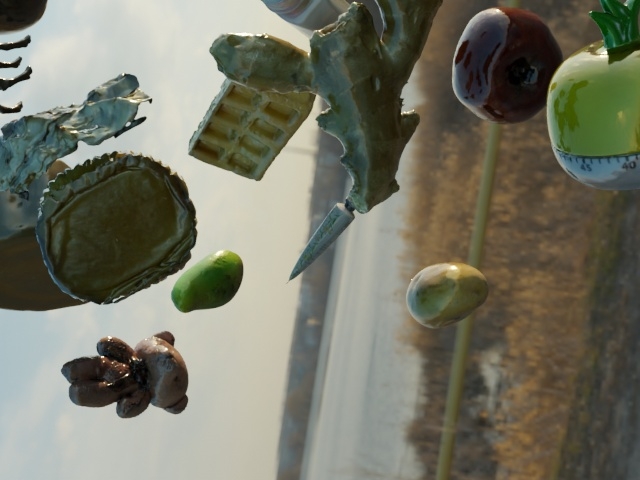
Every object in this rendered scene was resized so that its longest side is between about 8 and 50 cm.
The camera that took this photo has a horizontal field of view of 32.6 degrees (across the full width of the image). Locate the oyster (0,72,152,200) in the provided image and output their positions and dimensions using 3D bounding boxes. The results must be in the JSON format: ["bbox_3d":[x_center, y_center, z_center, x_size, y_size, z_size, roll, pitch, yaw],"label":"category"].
[{"bbox_3d":[-0.432,-0.175,1.749,0.107,0.354,0.201,49,-163,-30],"label":"oyster"}]

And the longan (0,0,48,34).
[{"bbox_3d":[-0.735,-0.579,2.318,0.288,0.350,0.289,-33,46,41],"label":"longan"}]

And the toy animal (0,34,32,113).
[{"bbox_3d":[-0.540,-0.303,1.681,0.094,0.186,0.214,-48,45,45],"label":"toy animal"}]

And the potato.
[{"bbox_3d":[0.260,0.114,2.302,0.150,0.146,0.234,-51,-3,-19],"label":"potato"}]

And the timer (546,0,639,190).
[{"bbox_3d":[0.455,-0.235,1.610,0.285,0.285,0.285,9,-90,-89],"label":"timer"}]

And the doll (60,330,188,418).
[{"bbox_3d":[-0.407,0.286,2.386,0.156,0.303,0.201,-34,68,36],"label":"doll"}]

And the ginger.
[{"bbox_3d":[0.075,-0.258,1.632,0.363,0.348,0.122,-38,21,3],"label":"ginger"}]

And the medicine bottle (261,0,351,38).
[{"bbox_3d":[-0.017,-0.514,2.424,0.124,0.179,0.324,-48,-27,10],"label":"medicine bottle"}]

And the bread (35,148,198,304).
[{"bbox_3d":[-0.322,-0.026,1.738,0.228,0.253,0.142,67,170,-11],"label":"bread"}]

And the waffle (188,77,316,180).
[{"bbox_3d":[-0.138,-0.223,2.113,0.274,0.168,0.057,-49,24,46],"label":"waffle"}]

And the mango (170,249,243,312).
[{"bbox_3d":[-0.275,0.111,2.691,0.233,0.125,0.111,-42,-13,-42],"label":"mango"}]

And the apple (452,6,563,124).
[{"bbox_3d":[0.356,-0.336,2.126,0.234,0.233,0.234,9,-90,-89],"label":"apple"}]

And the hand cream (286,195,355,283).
[{"bbox_3d":[0.000,0.000,1.988,0.194,0.042,0.067,-49,7,19],"label":"hand cream"}]

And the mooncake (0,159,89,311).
[{"bbox_3d":[-0.601,-0.006,2.379,0.378,0.378,0.201,98,160,-58],"label":"mooncake"}]
